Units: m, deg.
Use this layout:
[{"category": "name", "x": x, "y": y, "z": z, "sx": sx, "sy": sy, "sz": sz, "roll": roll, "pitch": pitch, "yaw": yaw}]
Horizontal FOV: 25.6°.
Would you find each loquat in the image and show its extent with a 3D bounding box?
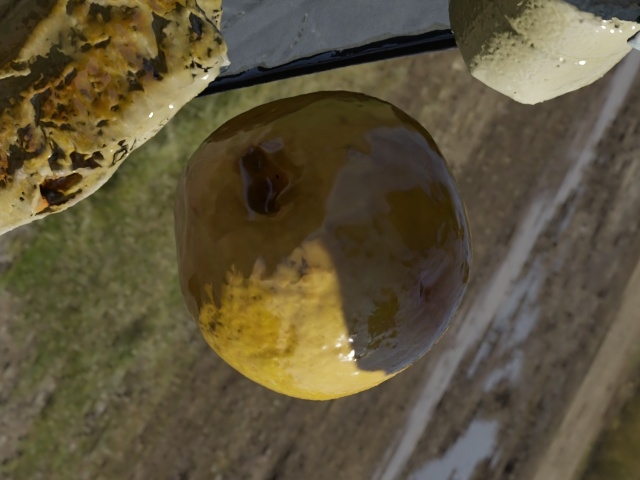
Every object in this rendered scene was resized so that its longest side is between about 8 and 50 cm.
[{"category": "loquat", "x": 0.000, "y": 0.000, "z": 0.952, "sx": 0.208, "sy": 0.208, "sz": 0.208, "roll": -53, "pitch": 160, "yaw": -29}]

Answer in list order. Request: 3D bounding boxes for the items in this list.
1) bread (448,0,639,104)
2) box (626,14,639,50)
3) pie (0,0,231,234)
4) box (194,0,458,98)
[{"category": "bread", "x": 0.200, "y": -0.197, "z": 1.173, "sx": 0.148, "sy": 0.134, "sz": 0.141, "roll": -5, "pitch": 158, "yaw": -26}, {"category": "box", "x": 0.343, "y": -0.025, "z": 0.817, "sx": 0.106, "sy": 0.337, "sz": 0.264, "roll": -60, "pitch": -166, "yaw": -17}, {"category": "pie", "x": -0.171, "y": -0.075, "z": 0.795, "sx": 0.282, "sy": 0.128, "sz": 0.068, "roll": -30, "pitch": -176, "yaw": 25}, {"category": "box", "x": -0.045, "y": -0.305, "z": 1.332, "sx": 0.251, "sy": 0.345, "sz": 0.204, "roll": 71, "pitch": 11, "yaw": -50}]
